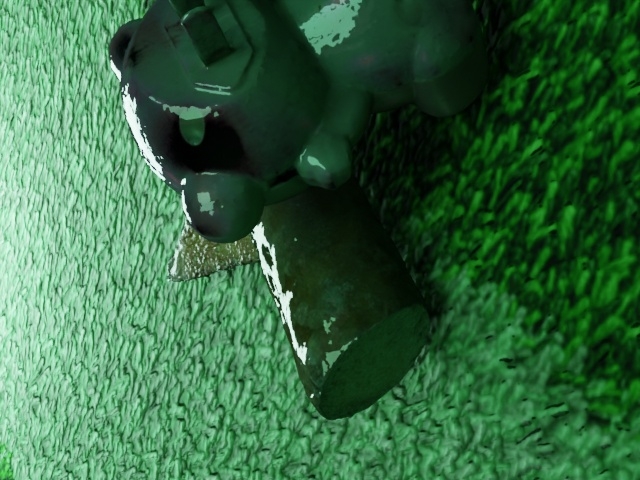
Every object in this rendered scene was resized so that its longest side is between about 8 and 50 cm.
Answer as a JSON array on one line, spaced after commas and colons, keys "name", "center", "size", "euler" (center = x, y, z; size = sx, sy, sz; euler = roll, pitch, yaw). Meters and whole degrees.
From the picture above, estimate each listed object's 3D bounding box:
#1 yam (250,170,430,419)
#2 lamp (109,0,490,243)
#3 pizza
[{"name": "yam", "center": [0.000, 0.000, 1.095], "size": [0.133, 0.133, 0.330], "euler": [-51, 47, 34]}, {"name": "lamp", "center": [-0.028, -0.158, 0.975], "size": [0.301, 0.247, 0.247], "euler": [-28, 62, 1]}, {"name": "pizza", "center": [-0.103, -0.015, 1.264], "size": [0.195, 0.052, 0.185], "euler": [-45, 63, 33]}]
